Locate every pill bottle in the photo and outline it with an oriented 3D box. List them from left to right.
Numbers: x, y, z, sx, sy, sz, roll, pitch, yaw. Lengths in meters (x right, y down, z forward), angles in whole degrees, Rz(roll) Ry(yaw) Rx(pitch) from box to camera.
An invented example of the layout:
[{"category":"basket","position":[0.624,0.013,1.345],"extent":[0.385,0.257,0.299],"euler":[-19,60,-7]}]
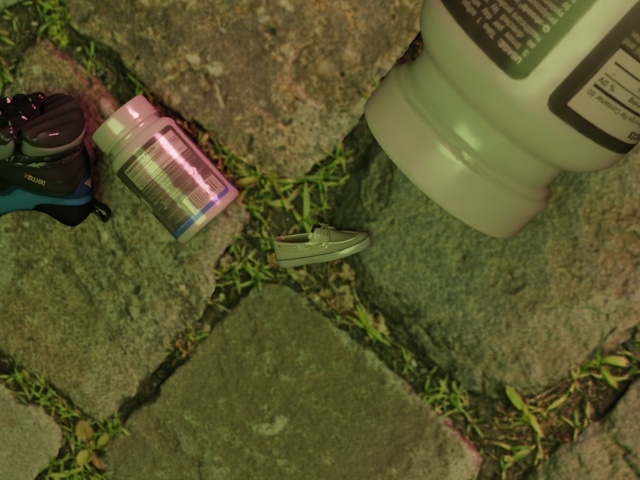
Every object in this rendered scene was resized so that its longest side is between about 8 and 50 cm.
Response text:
[{"category":"pill bottle","position":[-0.151,-0.070,1.107],"extent":[0.078,0.078,0.137],"euler":[-41,94,23]},{"category":"pill bottle","position":[0.210,-0.186,0.899],"extent":[0.210,0.210,0.363],"euler":[41,113,-1]}]

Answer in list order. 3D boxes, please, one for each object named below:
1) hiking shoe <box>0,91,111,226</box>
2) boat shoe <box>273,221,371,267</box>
[{"category":"hiking shoe","position":[-0.366,-0.073,1.147],"extent":[0.304,0.113,0.132],"euler":[6,127,22]},{"category":"boat shoe","position":[0.000,0.000,1.115],"extent":[0.100,0.035,0.035],"euler":[-10,108,25]}]
